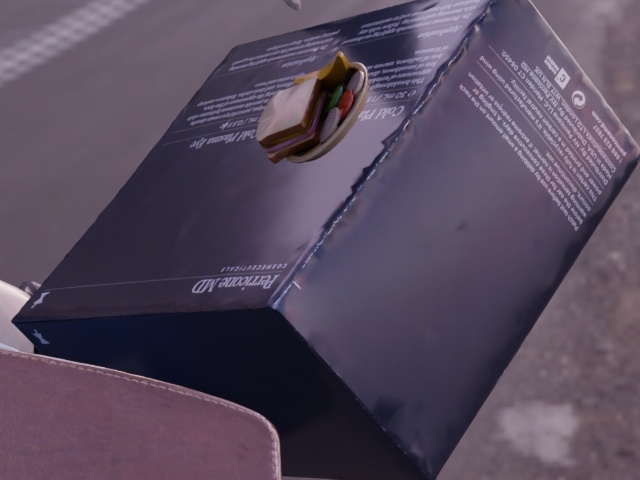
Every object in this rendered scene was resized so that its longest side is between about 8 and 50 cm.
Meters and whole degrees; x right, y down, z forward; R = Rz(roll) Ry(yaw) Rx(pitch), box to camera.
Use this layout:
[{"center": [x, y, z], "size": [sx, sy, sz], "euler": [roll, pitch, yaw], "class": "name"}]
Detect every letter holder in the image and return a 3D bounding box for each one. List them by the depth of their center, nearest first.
[{"center": [-0.187, 0.124, 1.084], "size": [0.301, 0.152, 0.214], "euler": [12, 46, -16], "class": "letter holder"}]

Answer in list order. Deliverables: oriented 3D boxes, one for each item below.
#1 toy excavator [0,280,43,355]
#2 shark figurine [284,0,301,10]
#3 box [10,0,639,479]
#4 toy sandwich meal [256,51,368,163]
[{"center": [-0.287, 0.203, 1.451], "size": [0.433, 0.445, 0.222], "euler": [-26, -38, 35], "class": "toy excavator"}, {"center": [0.025, -0.298, 1.565], "size": [0.116, 0.166, 0.278], "euler": [-10, 19, 37], "class": "shark figurine"}, {"center": [0.000, 0.000, 1.401], "size": [0.343, 0.179, 0.312], "euler": [-5, 41, 53], "class": "box"}, {"center": [-0.005, -0.085, 1.224], "size": [0.029, 0.086, 0.085], "euler": [36, -2, -25], "class": "toy sandwich meal"}]
